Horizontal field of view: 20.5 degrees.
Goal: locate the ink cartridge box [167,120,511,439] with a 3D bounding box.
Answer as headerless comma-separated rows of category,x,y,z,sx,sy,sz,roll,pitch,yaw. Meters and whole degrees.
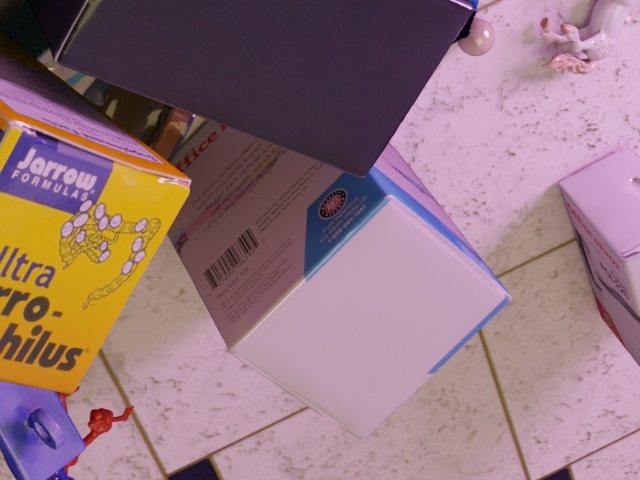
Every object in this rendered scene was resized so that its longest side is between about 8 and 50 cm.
ink cartridge box,0.000,0.000,1.640,0.198,0.270,0.197,-44,130,10

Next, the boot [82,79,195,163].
boot,-0.207,-0.070,1.644,0.106,0.082,0.219,28,113,-13

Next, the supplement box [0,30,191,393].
supplement box,-0.307,-0.065,1.364,0.194,0.356,0.195,18,105,-51

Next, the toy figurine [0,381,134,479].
toy figurine,-0.266,0.105,1.566,0.191,0.217,0.362,-30,117,-18

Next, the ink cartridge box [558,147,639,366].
ink cartridge box,0.347,0.034,1.886,0.092,0.158,0.218,-26,129,-5

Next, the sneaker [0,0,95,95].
sneaker,-0.267,-0.133,1.549,0.228,0.087,0.092,-35,148,12

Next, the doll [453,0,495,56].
doll,0.100,-0.228,1.669,0.189,0.046,0.129,31,108,-36

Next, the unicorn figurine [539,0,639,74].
unicorn figurine,0.291,-0.229,1.751,0.111,0.060,0.162,16,131,-32

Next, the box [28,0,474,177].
box,-0.085,-0.230,1.427,0.296,0.294,0.183,19,113,-32
